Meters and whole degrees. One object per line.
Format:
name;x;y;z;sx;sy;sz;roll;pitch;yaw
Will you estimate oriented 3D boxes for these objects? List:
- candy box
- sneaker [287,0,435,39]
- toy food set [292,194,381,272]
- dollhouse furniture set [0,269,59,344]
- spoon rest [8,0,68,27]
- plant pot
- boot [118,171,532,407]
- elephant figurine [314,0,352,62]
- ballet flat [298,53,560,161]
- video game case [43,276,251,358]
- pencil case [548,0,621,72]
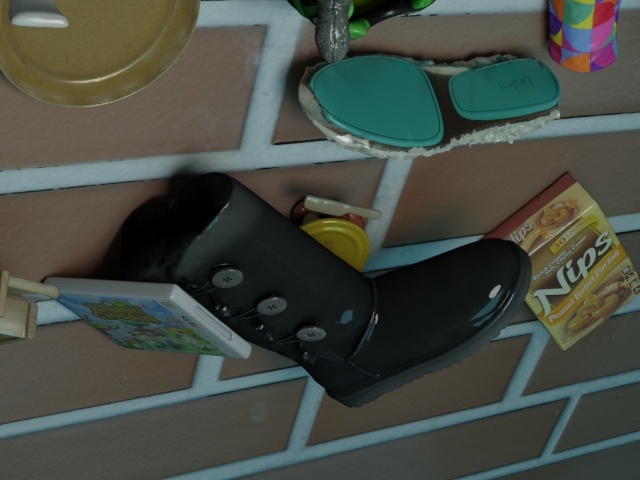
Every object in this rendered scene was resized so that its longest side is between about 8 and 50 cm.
candy box;0.408;0.042;1.998;0.183;0.088;0.316;-38;141;5
sneaker;0.131;-0.335;1.381;0.343;0.146;0.134;-33;141;-2
toy food set;0.000;0.000;1.683;0.128;0.071;0.218;6;134;-18
dollhouse furniture set;-0.438;0.232;1.390;0.303;0.356;0.173;-14;157;43
spoon rest;-0.267;-0.346;1.136;0.137;0.084;0.277;0;110;-26
plant pot;-0.245;-0.249;1.299;0.236;0.032;0.236;-19;138;-18
boot;0.013;0.030;1.576;0.367;0.146;0.445;-38;127;22
elephant figurine;0.024;-0.331;1.216;0.186;0.169;0.240;24;73;-36
ballet flat;0.137;-0.162;1.582;0.408;0.147;0.147;-5;133;-30
video game case;-0.224;0.102;1.563;0.193;0.212;0.023;47;53;-50
pencil case;0.353;-0.334;1.575;0.104;0.104;0.236;-22;141;-15
